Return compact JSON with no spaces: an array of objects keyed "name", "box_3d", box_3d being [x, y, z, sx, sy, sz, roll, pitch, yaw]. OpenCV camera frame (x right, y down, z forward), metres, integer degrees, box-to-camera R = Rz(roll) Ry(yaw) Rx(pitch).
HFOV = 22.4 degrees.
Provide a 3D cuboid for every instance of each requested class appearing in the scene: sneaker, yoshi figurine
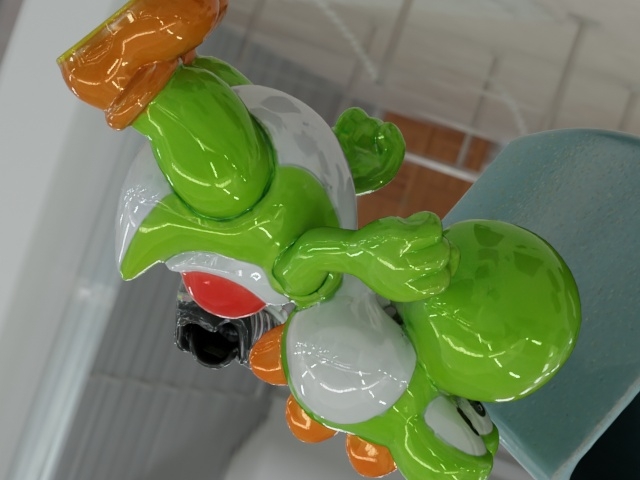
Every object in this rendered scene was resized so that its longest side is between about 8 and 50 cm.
[{"name":"sneaker","box_3d":[-0.067,0.062,1.139,0.063,0.074,0.170,13,155,16]},{"name":"yoshi figurine","box_3d":[0.022,-0.018,0.967,0.362,0.203,0.203,52,146,-8]}]

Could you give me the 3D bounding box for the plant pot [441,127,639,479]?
[{"name":"plant pot","box_3d":[0.205,0.060,1.182,0.252,0.248,0.247,39,177,40]}]
